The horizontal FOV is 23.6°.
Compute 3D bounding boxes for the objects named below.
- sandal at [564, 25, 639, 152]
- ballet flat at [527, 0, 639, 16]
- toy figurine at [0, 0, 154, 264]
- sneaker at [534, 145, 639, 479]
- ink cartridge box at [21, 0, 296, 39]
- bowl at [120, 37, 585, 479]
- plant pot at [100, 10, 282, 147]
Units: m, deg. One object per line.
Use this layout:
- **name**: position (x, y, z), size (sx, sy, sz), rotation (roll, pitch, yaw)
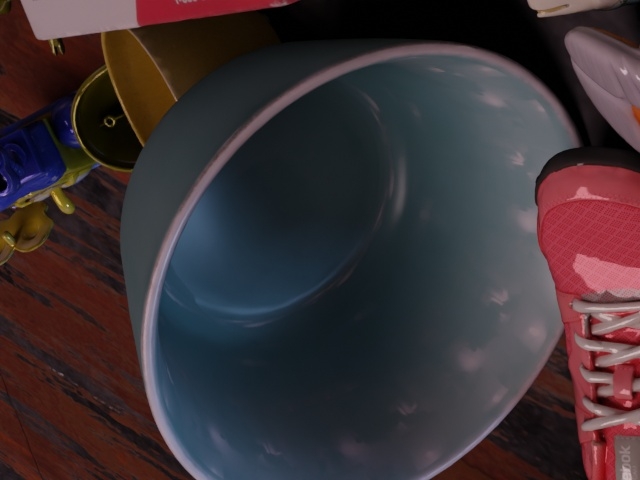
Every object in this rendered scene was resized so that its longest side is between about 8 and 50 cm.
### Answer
- **sandal**: position (0.246, -0.055, 0.762), size (0.265, 0.076, 0.102), rotation (30, 168, 30)
- **ballet flat**: position (0.111, -0.147, 0.817), size (0.188, 0.070, 0.070), rotation (14, 140, 41)
- **toy figurine**: position (-0.229, -0.103, 1.239), size (0.362, 0.217, 0.191), rotation (-27, 95, 15)
- **sneaker**: position (0.202, 0.083, 0.917), size (0.116, 0.136, 0.314), rotation (-2, 132, 30)
- **ink cartridge box**: position (-0.094, -0.268, 0.760), size (0.226, 0.131, 0.306), rotation (4, 118, 49)
- **bowl**: position (0.000, 0.000, 0.960), size (0.163, 0.311, 0.311), rotation (39, 158, 50)
- **plant pot**: position (-0.076, -0.110, 1.048), size (0.134, 0.095, 0.134), rotation (51, 159, 28)
